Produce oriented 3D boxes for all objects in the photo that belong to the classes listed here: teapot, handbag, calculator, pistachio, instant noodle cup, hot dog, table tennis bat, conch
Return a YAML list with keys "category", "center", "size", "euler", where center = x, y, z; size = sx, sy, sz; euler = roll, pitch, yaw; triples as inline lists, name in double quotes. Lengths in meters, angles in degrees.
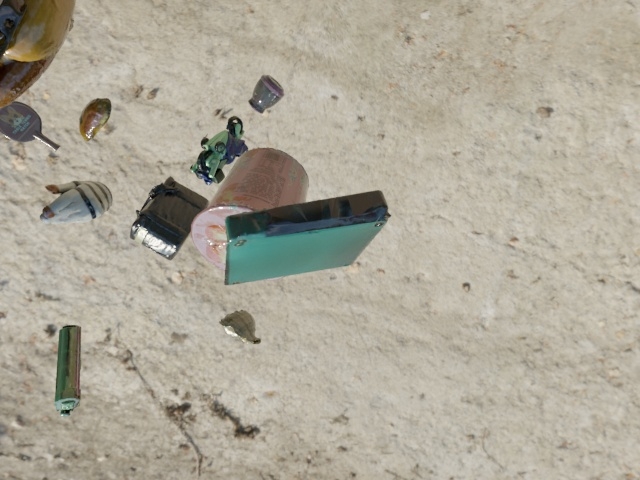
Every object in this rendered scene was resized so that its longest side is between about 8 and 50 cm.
- category: "teapot"
  center: [-0.232, -0.597, 1.704]
  size: [0.146, 0.148, 0.116]
  euler: [-44, 140, 20]
- category: "handbag"
  center: [-0.513, -0.076, 1.406]
  size: [0.181, 0.255, 0.181]
  euler: [34, 147, -15]
- category: "calculator"
  center: [-0.035, 0.002, 0.713]
  size: [0.273, 0.058, 0.248]
  euler: [-10, 160, -13]
- category: "pistachio"
  center: [-0.682, -0.367, 1.241]
  size: [0.172, 0.090, 0.049]
  euler: [-33, 154, 27]
- category: "instant noodle cup"
  center: [-0.142, -0.069, 0.958]
  size: [0.242, 0.232, 0.243]
  euler: [7, 139, 6]
- category: "hot dog"
  center: [-0.458, -0.331, 0.640]
  size: [0.193, 0.327, 0.107]
  euler: [9, 167, 32]
- category: "table tennis bat"
  center: [-0.841, -0.329, 1.218]
  size: [0.170, 0.119, 0.108]
  euler: [41, 88, -31]
- category: "conch"
  center: [-0.309, 0.336, 1.583]
  size: [0.155, 0.207, 0.130]
  euler: [6, 113, -47]

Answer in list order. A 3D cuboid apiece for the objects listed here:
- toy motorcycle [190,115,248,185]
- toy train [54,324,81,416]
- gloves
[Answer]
- category: "toy motorcycle"
  center: [-0.426, -0.388, 1.844]
  size: [0.125, 0.331, 0.196]
  euler: [16, 150, 25]
- category: "toy train"
  center: [-0.426, 0.217, 0.708]
  size: [0.038, 0.148, 0.071]
  euler: [3, 136, -31]
- category: "gloves"
  center: [-0.786, -0.120, 1.351]
  size: [0.131, 0.219, 0.140]
  euler: [5, 113, 8]
